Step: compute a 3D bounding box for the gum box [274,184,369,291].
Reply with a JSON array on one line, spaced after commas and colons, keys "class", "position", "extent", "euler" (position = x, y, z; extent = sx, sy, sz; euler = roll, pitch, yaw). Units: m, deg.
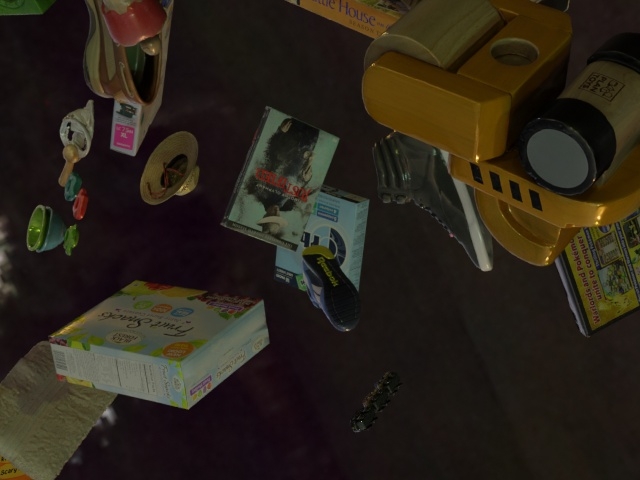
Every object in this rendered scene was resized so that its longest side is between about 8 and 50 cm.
[{"class": "gum box", "position": [0.000, 0.000, 2.049], "extent": [0.157, 0.041, 0.184], "euler": [19, 113, 33]}]

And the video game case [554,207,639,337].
[{"class": "video game case", "position": [0.417, -0.040, 1.617], "extent": [0.274, 0.248, 0.035], "euler": [66, 173, -26]}]

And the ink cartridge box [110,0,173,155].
[{"class": "ink cartridge box", "position": [-0.338, -0.338, 2.318], "extent": [0.185, 0.065, 0.311], "euler": [-75, 2, -49]}]

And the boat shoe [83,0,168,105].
[{"class": "boat shoe", "position": [-0.284, -0.350, 1.852], "extent": [0.120, 0.122, 0.324], "euler": [28, 134, 26]}]

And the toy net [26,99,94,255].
[{"class": "toy net", "position": [-0.363, -0.095, 1.738], "extent": [0.122, 0.045, 0.232], "euler": [-2, 76, 62]}]

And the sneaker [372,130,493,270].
[{"class": "sneaker", "position": [0.185, -0.068, 2.057], "extent": [0.295, 0.147, 0.104], "euler": [65, -163, -10]}]

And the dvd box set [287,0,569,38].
[{"class": "dvd box set", "position": [0.156, -0.422, 2.015], "extent": [0.420, 0.308, 0.062], "euler": [28, 135, 29]}]

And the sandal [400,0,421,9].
[{"class": "sandal", "position": [0.139, -0.387, 1.864], "extent": [0.180, 0.072, 0.049], "euler": [42, 176, 47]}]

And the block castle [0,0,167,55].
[{"class": "block castle", "position": [-0.383, -0.424, 1.839], "extent": [0.453, 0.303, 0.212], "euler": [4, 139, 32]}]

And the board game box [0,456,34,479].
[{"class": "board game box", "position": [-0.758, 0.533, 2.370], "extent": [0.356, 0.357, 0.356], "euler": [24, 127, 50]}]

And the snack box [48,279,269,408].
[{"class": "snack box", "position": [-0.196, 0.122, 1.494], "extent": [0.207, 0.174, 0.070], "euler": [6, 116, 33]}]

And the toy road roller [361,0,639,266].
[{"class": "toy road roller", "position": [0.216, -0.120, 1.376], "extent": [0.330, 0.202, 0.240], "euler": [27, 140, 24]}]

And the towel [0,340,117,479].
[{"class": "towel", "position": [-0.505, 0.309, 2.249], "extent": [0.187, 0.049, 0.282], "euler": [34, -142, -3]}]

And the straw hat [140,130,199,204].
[{"class": "straw hat", "position": [-0.249, -0.115, 2.150], "extent": [0.061, 0.144, 0.144], "euler": [35, -165, -41]}]

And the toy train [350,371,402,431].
[{"class": "toy train", "position": [0.081, 0.236, 1.783], "extent": [0.027, 0.036, 0.158], "euler": [61, -149, -9]}]

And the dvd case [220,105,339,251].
[{"class": "dvd case", "position": [-0.037, -0.057, 1.156], "extent": [0.087, 0.119, 0.013], "euler": [22, -178, -35]}]

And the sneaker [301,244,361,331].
[{"class": "sneaker", "position": [0.015, 0.074, 1.700], "extent": [0.059, 0.053, 0.144], "euler": [102, 151, -48]}]
